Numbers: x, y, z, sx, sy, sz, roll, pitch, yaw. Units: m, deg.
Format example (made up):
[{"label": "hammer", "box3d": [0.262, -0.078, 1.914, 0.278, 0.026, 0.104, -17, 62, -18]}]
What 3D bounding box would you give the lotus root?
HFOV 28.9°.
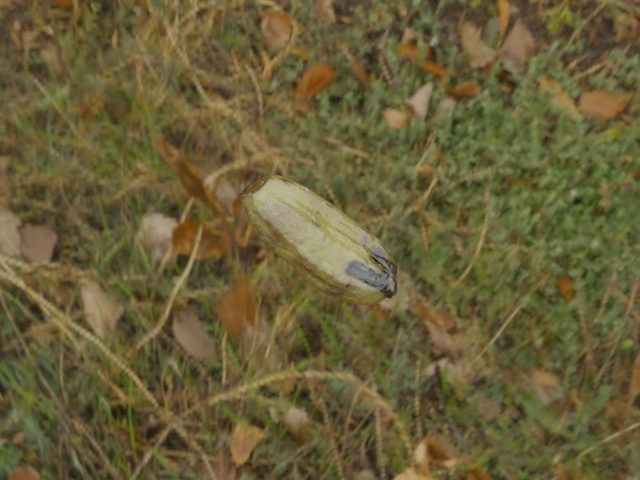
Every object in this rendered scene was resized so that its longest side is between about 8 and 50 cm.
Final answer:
[{"label": "lotus root", "box3d": [0.000, 0.000, 1.707, 0.258, 0.097, 0.110, 38, 55, -15]}]
